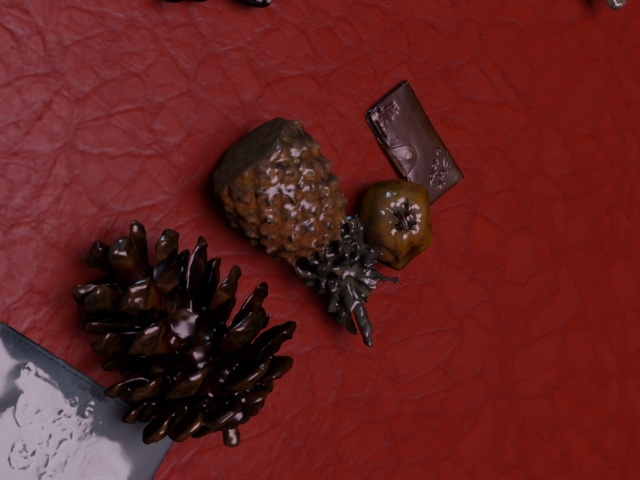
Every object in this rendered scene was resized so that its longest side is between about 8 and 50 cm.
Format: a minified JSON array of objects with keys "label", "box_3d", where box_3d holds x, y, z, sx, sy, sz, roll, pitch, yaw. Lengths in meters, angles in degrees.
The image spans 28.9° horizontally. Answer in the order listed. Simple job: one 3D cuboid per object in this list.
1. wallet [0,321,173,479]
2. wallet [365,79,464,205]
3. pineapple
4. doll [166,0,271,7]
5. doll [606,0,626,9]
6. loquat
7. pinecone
[{"label":"wallet","box_3d":[-0.343,0.273,1.514,0.290,0.054,0.251,38,67,-22]},{"label":"wallet","box_3d":[0.141,-0.139,1.833,0.095,0.026,0.176,-40,111,-23]},{"label":"pineapple","box_3d":[0.000,0.000,1.671,0.169,0.169,0.340,-49,118,-22]},{"label":"doll","box_3d":[-0.124,-0.353,1.635,0.219,0.067,0.091,-6,91,-38]},{"label":"doll","box_3d":[0.418,-0.497,1.963,0.155,0.113,0.275,-41,119,-16]},{"label":"loquat","box_3d":[0.108,-0.025,1.754,0.113,0.137,0.137,19,79,3]},{"label":"pinecone","box_3d":[-0.166,0.113,1.523,0.244,0.244,0.309,-40,98,-26]}]
